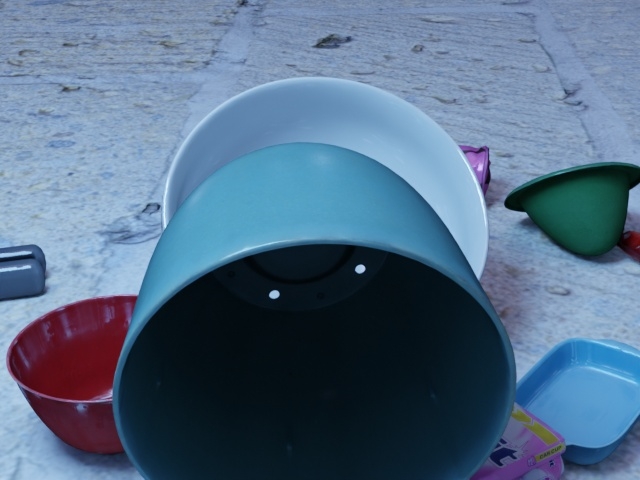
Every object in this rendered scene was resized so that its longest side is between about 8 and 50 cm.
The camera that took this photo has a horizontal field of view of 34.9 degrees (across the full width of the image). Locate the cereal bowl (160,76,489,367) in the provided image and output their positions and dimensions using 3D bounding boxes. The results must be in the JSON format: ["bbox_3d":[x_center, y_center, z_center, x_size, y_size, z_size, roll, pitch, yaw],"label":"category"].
[{"bbox_3d":[0.000,0.000,1.092,0.339,0.141,0.339,4,63,-7],"label":"cereal bowl"}]

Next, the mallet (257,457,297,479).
[{"bbox_3d":[-0.082,0.244,0.832,0.062,0.039,0.189,12,34,23],"label":"mallet"}]

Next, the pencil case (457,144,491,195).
[{"bbox_3d":[0.135,-0.103,1.425,0.209,0.095,0.098,9,14,15],"label":"pencil case"}]

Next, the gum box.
[{"bbox_3d":[0.119,0.176,0.913,0.107,0.062,0.188,-18,32,-28],"label":"gum box"}]

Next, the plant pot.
[{"bbox_3d":[-0.012,0.055,0.831,0.293,0.293,0.235,-4,35,-3],"label":"plant pot"}]

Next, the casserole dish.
[{"bbox_3d":[0.252,0.154,0.975,0.114,0.037,0.188,17,32,33],"label":"casserole dish"}]

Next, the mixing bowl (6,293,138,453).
[{"bbox_3d":[-0.197,0.137,0.971,0.181,0.098,0.181,-2,28,1],"label":"mixing bowl"}]

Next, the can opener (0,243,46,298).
[{"bbox_3d":[-0.473,0.029,1.201,0.283,0.095,0.076,-7,29,-10],"label":"can opener"}]

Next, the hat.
[{"bbox_3d":[0.335,0.014,1.253,0.173,0.183,0.208,-4,-15,-18],"label":"hat"}]
